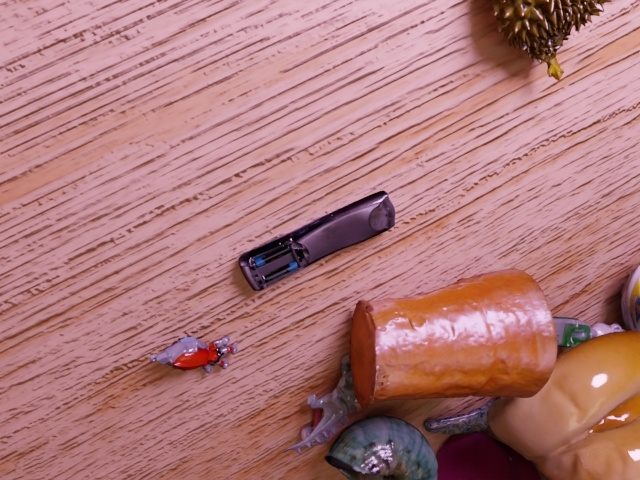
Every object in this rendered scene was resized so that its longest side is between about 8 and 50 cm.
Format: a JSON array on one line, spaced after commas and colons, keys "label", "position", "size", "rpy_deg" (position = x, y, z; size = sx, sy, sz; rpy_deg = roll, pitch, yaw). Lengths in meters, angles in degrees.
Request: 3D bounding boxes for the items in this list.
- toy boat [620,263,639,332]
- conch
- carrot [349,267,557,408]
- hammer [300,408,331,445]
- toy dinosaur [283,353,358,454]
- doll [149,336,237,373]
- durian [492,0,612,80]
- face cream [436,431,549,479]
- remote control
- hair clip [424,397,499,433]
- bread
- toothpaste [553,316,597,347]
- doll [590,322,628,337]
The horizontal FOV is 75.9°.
[{"label": "toy boat", "position": [0.662, 0.129, 0.788], "size": [0.141, 0.140, 0.269], "rpy_deg": [-40, 137, 2]}, {"label": "conch", "position": [0.112, 0.385, 0.715], "size": [0.176, 0.122, 0.188], "rpy_deg": [-16, 121, 11]}, {"label": "carrot", "position": [0.174, 0.140, 0.601], "size": [0.255, 0.196, 0.195], "rpy_deg": [-2, 117, -8]}, {"label": "hammer", "position": [-0.005, 0.301, 0.682], "size": [0.053, 0.031, 0.083], "rpy_deg": [0, 105, -25]}, {"label": "toy dinosaur", "position": [0.020, 0.263, 0.649], "size": [0.209, 0.039, 0.082], "rpy_deg": [-46, 126, -7]}, {"label": "doll", "position": [-0.164, 0.147, 0.533], "size": [0.114, 0.039, 0.057], "rpy_deg": [15, 143, -40]}, {"label": "durian", "position": [0.257, -0.270, 0.444], "size": [0.147, 0.102, 0.208], "rpy_deg": [-30, 127, -11]}, {"label": "face cream", "position": [0.354, 0.502, 0.833], "size": [0.195, 0.175, 0.175], "rpy_deg": [37, 99, -32]}, {"label": "remote control", "position": [0.000, 0.000, 0.525], "size": [0.212, 0.028, 0.059], "rpy_deg": [-26, 121, -7]}, {"label": "hair clip", "position": [0.314, 0.354, 0.824], "size": [0.229, 0.036, 0.065], "rpy_deg": [-6, 111, -18]}, {"label": "bread", "position": [0.472, 0.325, 0.689], "size": [0.329, 0.245, 0.424], "rpy_deg": [-36, 136, 27]}, {"label": "toothpaste", "position": [0.426, 0.170, 0.769], "size": [0.248, 0.047, 0.078], "rpy_deg": [8, 109, -22]}, {"label": "doll", "position": [0.576, 0.239, 0.848], "size": [0.106, 0.062, 0.162], "rpy_deg": [8, 117, -6]}]
